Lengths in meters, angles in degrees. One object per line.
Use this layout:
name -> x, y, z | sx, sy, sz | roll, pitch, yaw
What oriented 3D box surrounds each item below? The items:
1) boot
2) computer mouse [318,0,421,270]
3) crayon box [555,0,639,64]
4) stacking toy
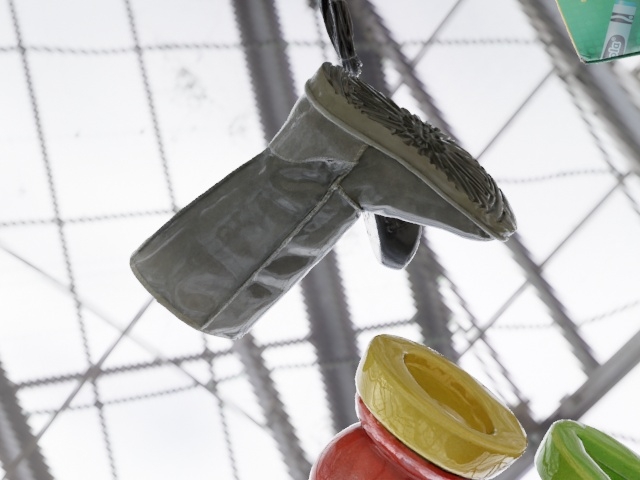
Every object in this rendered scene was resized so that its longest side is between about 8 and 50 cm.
boot -> 0.001, 0.000, 1.168 | 0.189, 0.208, 0.076 | 35, -157, -12
computer mouse -> 0.042, -0.094, 1.382 | 0.041, 0.071, 0.242 | -14, -81, -6
crayon box -> 0.179, -0.278, 1.168 | 0.165, 0.081, 0.278 | -77, -31, -41
stacking toy -> 0.144, 0.219, 1.091 | 0.279, 0.130, 0.309 | 23, -161, -36
